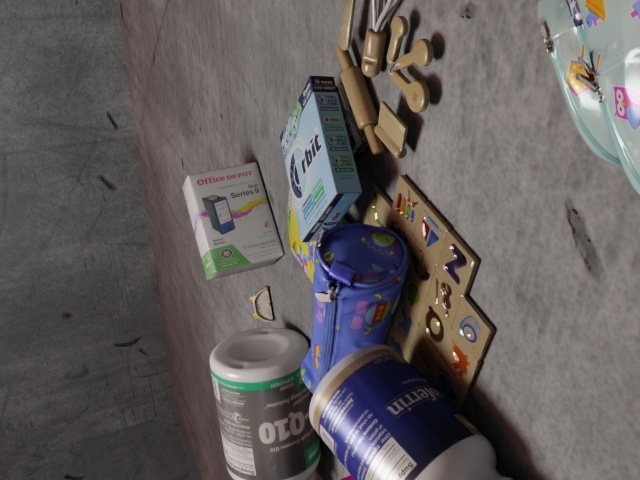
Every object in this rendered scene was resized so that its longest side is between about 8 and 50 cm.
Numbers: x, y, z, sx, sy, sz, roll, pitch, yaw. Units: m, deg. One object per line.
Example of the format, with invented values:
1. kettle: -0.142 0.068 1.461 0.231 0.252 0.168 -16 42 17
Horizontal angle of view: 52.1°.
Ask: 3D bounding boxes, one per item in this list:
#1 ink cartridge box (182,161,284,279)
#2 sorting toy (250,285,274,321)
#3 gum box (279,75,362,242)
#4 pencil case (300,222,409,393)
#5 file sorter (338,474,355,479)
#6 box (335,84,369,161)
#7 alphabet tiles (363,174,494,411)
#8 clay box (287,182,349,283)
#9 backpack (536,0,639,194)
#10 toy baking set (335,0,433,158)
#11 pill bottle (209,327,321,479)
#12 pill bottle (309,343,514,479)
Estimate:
1. ink cartridge box: -0.186 -0.042 1.375 0.093 0.154 0.212 141 114 -66
2. sorting toy: -0.138 0.145 1.534 0.075 0.045 0.083 -117 17 -79
3. gum box: -0.005 -0.113 0.939 0.157 0.041 0.184 127 134 -59
4. pencil case: 0.039 0.115 0.930 0.119 0.133 0.306 33 139 25
5. file sorter: 0.051 0.538 1.078 0.290 0.202 0.182 -16 89 68
6. box: 0.027 -0.155 0.966 0.094 0.027 0.137 71 157 12
7. alphabet tiles: 0.124 0.095 0.902 0.285 0.011 0.342 56 150 40
8. clay box: 0.000 0.000 1.078 0.222 0.053 0.127 -124 31 -52
9. backpack: 0.219 -0.103 0.350 0.144 0.166 0.188 133 125 -67
10. toy baking set: 0.075 -0.232 0.813 0.197 0.030 0.256 -47 59 61
11. pill bottle: -0.106 0.382 1.363 0.204 0.204 0.361 -149 49 -61
12. pill bottle: 0.117 0.264 0.806 0.264 0.153 0.153 42 141 39
